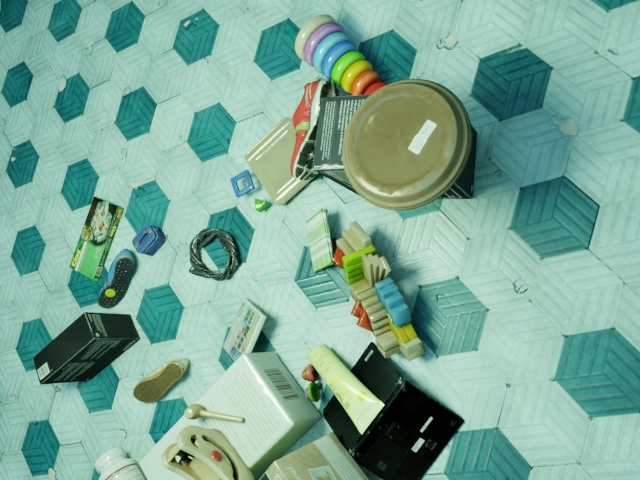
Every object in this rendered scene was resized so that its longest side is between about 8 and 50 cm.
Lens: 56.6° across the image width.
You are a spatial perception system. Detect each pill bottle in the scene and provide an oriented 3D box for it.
[{"bbox_3d":[-0.567,0.718,1.726,0.121,0.121,0.216,-49,63,13],"label":"pill bottle"}]

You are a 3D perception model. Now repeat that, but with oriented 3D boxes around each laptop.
[{"bbox_3d":[0.166,0.428,1.445,0.264,0.136,0.234,34,99,3],"label":"laptop"}]

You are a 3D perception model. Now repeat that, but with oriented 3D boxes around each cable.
[{"bbox_3d":[-0.310,0.041,1.755,0.185,0.047,0.150,8,80,32],"label":"cable"}]

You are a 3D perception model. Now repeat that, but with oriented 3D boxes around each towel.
[{"bbox_3d":[0.000,0.000,1.577,0.113,0.023,0.152,-33,64,61],"label":"towel"}]

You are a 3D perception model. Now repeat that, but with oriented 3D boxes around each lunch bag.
[{"bbox_3d":[-0.540,-0.003,1.868,0.098,0.065,0.067,-48,63,13],"label":"lunch bag"}]

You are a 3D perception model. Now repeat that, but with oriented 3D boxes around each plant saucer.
[{"bbox_3d":[0.164,-0.200,1.203,0.278,0.041,0.277,-5,79,26],"label":"plant saucer"}]

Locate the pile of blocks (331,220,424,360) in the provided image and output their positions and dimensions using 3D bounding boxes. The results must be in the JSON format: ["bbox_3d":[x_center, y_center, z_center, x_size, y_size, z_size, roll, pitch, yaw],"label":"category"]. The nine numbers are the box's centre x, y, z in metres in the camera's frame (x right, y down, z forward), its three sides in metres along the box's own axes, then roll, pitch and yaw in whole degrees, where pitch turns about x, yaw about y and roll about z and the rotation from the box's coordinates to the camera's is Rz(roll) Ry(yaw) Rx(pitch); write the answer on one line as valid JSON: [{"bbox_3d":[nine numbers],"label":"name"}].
[{"bbox_3d":[0.117,0.128,1.426,0.113,0.149,0.362,-23,68,-13],"label":"pile of blocks"}]

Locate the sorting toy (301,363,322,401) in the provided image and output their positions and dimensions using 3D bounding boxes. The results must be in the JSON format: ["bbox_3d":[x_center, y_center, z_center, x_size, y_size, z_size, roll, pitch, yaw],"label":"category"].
[{"bbox_3d":[-0.028,0.372,1.532,0.042,0.061,0.102,-20,50,25],"label":"sorting toy"}]

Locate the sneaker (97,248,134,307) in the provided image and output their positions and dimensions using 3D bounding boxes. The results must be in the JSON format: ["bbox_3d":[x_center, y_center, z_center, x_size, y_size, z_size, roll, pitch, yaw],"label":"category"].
[{"bbox_3d":[-0.657,0.122,1.919,0.209,0.069,0.082,-61,28,16],"label":"sneaker"}]

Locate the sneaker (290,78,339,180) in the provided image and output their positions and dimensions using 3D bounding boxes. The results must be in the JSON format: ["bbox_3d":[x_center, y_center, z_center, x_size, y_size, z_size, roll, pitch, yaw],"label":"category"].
[{"bbox_3d":[-0.030,-0.295,1.596,0.118,0.107,0.279,14,87,44],"label":"sneaker"}]

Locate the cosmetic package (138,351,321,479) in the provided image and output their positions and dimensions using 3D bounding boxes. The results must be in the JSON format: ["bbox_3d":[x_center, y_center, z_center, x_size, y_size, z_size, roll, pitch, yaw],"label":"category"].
[{"bbox_3d":[-0.241,0.526,1.560,0.453,0.161,0.230,-46,65,13],"label":"cosmetic package"}]

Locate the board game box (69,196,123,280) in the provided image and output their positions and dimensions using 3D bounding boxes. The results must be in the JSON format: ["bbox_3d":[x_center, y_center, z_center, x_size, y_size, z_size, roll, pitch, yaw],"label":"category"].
[{"bbox_3d":[-0.758,-0.008,2.008,0.136,0.030,0.259,21,91,27],"label":"board game box"}]

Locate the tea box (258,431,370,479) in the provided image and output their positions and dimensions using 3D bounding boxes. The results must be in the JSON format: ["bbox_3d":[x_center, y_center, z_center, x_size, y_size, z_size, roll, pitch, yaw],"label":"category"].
[{"bbox_3d":[-0.016,0.684,1.342,0.329,0.220,0.323,49,120,25],"label":"tea box"}]

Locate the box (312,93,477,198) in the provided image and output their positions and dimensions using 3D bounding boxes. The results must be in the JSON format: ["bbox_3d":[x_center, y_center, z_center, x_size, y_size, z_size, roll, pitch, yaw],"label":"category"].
[{"bbox_3d":[0.186,-0.212,1.385,0.294,0.296,0.182,4,83,28],"label":"box"}]

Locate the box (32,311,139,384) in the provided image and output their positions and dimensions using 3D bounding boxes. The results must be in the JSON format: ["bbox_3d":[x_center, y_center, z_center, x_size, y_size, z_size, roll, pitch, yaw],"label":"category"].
[{"bbox_3d":[-0.725,0.335,1.841,0.261,0.184,0.103,-38,64,17],"label":"box"}]

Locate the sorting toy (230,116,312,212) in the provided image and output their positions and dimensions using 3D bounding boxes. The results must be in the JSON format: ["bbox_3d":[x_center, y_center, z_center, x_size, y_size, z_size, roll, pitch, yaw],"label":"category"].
[{"bbox_3d":[-0.098,-0.222,1.680,0.348,0.047,0.196,-41,69,14],"label":"sorting toy"}]

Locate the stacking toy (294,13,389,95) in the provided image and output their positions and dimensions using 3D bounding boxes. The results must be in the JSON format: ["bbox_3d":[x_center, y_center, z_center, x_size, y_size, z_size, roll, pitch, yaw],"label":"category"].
[{"bbox_3d":[0.081,-0.455,1.583,0.141,0.141,0.330,-48,68,13],"label":"stacking toy"}]

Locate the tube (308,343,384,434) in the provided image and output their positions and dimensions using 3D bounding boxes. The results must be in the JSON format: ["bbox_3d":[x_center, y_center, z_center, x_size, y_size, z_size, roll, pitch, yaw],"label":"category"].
[{"bbox_3d":[0.058,0.352,1.456,0.240,0.062,0.070,45,146,40],"label":"tube"}]

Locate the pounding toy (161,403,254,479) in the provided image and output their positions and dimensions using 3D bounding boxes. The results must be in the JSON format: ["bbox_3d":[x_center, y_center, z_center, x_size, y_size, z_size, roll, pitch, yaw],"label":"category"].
[{"bbox_3d":[-0.258,0.492,1.395,0.269,0.154,0.155,45,103,25],"label":"pounding toy"}]

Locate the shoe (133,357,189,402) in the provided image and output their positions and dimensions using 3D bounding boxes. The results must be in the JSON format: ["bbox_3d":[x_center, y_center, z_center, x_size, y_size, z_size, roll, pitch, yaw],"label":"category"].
[{"bbox_3d":[-0.472,0.415,1.771,0.219,0.058,0.076,-35,98,23],"label":"shoe"}]

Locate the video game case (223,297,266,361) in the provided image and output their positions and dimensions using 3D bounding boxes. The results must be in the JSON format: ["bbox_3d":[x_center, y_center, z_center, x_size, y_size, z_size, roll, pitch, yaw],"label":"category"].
[{"bbox_3d":[-0.211,0.253,1.637,0.143,0.019,0.157,29,96,59],"label":"video game case"}]
